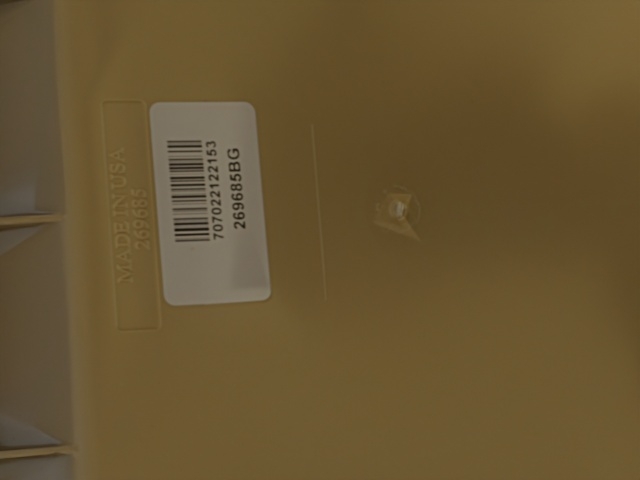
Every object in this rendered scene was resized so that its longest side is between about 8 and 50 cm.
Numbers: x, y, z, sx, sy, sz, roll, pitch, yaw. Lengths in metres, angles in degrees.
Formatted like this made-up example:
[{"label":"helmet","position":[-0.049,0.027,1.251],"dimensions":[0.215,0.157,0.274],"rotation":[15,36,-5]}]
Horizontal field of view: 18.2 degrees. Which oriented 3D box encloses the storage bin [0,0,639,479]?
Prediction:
[{"label":"storage bin","position":[0.000,0.000,0.591],"dimensions":[0.260,0.123,0.262],"rotation":[-2,-97,-22]}]
